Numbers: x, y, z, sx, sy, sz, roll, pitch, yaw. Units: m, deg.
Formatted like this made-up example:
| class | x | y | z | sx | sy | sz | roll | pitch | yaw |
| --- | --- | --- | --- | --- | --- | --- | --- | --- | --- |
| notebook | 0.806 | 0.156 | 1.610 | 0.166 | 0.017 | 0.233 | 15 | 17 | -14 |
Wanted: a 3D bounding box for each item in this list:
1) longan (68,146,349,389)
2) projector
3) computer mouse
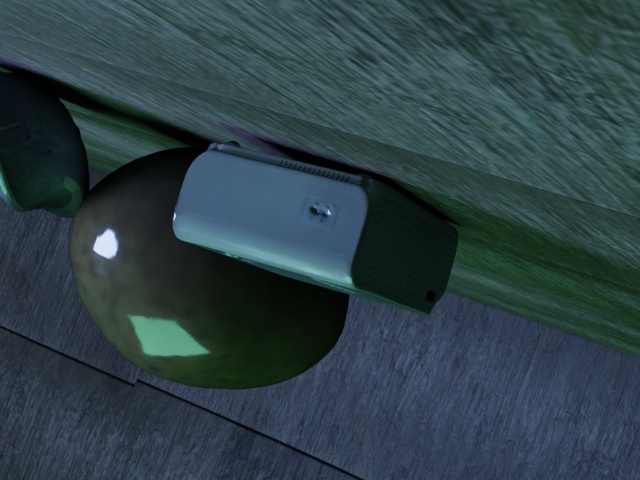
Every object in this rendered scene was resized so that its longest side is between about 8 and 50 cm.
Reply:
| class | x | y | z | sx | sy | sz | roll | pitch | yaw |
| --- | --- | --- | --- | --- | --- | --- | --- | --- | --- |
| longan | -0.128 | 0.035 | 1.574 | 0.350 | 0.288 | 0.288 | 30 | 174 | -23 |
| projector | 0.002 | -0.011 | 1.318 | 0.198 | 0.108 | 0.250 | 14 | 177 | 26 |
| computer mouse | -0.316 | -0.111 | 1.564 | 0.090 | 0.167 | 0.379 | -24 | 173 | 4 |
